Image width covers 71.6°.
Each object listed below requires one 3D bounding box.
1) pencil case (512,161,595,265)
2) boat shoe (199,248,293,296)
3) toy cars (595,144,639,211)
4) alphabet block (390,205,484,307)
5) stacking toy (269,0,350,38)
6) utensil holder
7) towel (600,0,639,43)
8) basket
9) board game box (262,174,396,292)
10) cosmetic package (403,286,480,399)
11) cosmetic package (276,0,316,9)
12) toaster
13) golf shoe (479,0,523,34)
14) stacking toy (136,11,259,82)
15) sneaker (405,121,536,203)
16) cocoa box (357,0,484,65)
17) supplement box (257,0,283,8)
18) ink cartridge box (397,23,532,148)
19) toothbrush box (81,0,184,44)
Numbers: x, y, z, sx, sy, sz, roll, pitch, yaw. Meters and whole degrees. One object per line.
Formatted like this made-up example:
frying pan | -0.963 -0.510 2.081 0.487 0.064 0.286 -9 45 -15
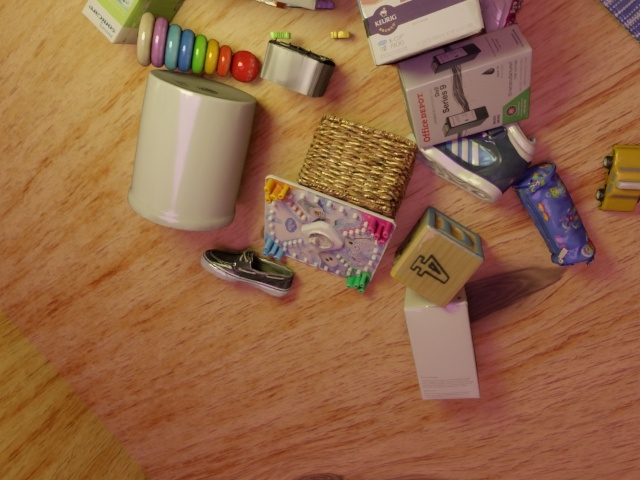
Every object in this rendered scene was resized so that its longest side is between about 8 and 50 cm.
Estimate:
pencil case | 0.652 -0.065 1.242 0.119 0.133 0.306 -16 110 55
boat shoe | -0.250 0.085 1.556 0.336 0.121 0.119 19 120 -5
toy cars | 0.881 -0.222 1.136 0.176 0.087 0.393 42 116 -5
alphabet block | 0.348 0.045 1.336 0.194 0.192 0.197 32 117 2
stacking toy | -0.029 -0.631 1.189 0.222 0.052 0.166 -3 113 -6
utensil holder | -0.377 -0.270 1.324 0.328 0.327 0.385 21 113 5
towel | 0.767 -0.635 1.026 0.336 0.040 0.243 41 115 -7
basket | 0.113 -0.199 1.308 0.300 0.213 0.222 19 83 13
board game box | 0.000 0.000 1.377 0.391 0.050 0.389 21 147 6
cosmetic package | 0.402 0.333 1.462 0.197 0.155 0.365 -7 110 17
cosmetic package | -0.171 -0.719 1.049 0.386 0.217 0.156 15 160 -2
toaster | -0.060 -0.476 1.225 0.168 0.185 0.110 22 112 4
golf shoe | 0.428 -0.617 1.091 0.140 0.115 0.305 16 115 26
stacking toy | -0.336 -0.527 1.260 0.331 0.141 0.141 9 117 -18
sneaker | 0.426 -0.276 1.236 0.323 0.130 0.236 38 91 21
cocoa box | 0.222 -0.553 1.025 0.232 0.347 0.227 -13 108 18
supplement box | -0.155 -0.678 1.231 0.099 0.062 0.036 19 116 5
ink cartridge box | 0.360 -0.375 1.118 0.290 0.121 0.211 -15 143 13
toothbrush box | -0.487 -0.695 1.232 0.122 0.206 0.283 44 117 -6
